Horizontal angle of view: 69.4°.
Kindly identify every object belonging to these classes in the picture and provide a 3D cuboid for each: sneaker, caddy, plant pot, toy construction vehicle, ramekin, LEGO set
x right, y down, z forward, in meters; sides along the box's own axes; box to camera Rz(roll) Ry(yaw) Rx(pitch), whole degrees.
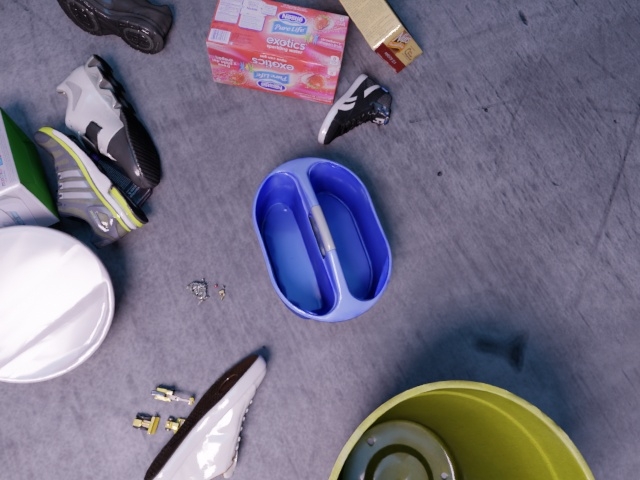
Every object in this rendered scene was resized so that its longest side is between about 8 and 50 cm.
[{"bbox_3d":[-0.181,0.352,0.861,0.123,0.106,0.290,45,72,-14],"label":"sneaker"},{"bbox_3d":[0.000,0.000,0.933,0.241,0.179,0.341,-17,75,-9],"label":"caddy"},{"bbox_3d":[-0.466,-0.231,1.008,0.146,0.122,0.330,-31,76,2],"label":"sneaker"},{"bbox_3d":[-0.494,-0.557,1.115,0.286,0.109,0.130,23,65,-7],"label":"sneaker"},{"bbox_3d":[0.095,-0.290,1.084,0.121,0.079,0.217,32,71,7],"label":"sneaker"},{"bbox_3d":[0.167,0.414,0.725,0.367,0.353,0.366,1,72,-4],"label":"plant pot"},{"bbox_3d":[-0.298,0.325,0.877,0.098,0.035,0.085,16,72,0],"label":"toy construction vehicle"},{"bbox_3d":[-0.491,-0.109,0.933,0.121,0.111,0.300,-43,78,-10],"label":"sneaker"},{"bbox_3d":[-0.515,0.108,0.841,0.273,0.127,0.272,-1,92,-19],"label":"ramekin"},{"bbox_3d":[-0.240,0.103,0.959,0.083,0.023,0.054,-11,74,-8],"label":"LEGO set"}]

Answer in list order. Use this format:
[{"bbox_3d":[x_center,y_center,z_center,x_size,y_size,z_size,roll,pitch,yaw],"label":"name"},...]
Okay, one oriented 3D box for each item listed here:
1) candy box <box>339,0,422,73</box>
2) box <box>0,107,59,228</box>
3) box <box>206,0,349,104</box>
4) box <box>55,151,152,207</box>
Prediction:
[{"bbox_3d":[0.109,-0.574,1.118,0.087,0.183,0.316,-36,76,23],"label":"candy box"},{"bbox_3d":[-0.671,-0.102,0.887,0.231,0.126,0.262,-31,58,-11],"label":"box"},{"bbox_3d":[-0.097,-0.447,1.084,0.300,0.142,0.154,10,72,-2],"label":"box"},{"bbox_3d":[-0.467,-0.104,1.002,0.162,0.029,0.116,32,74,7],"label":"box"}]
